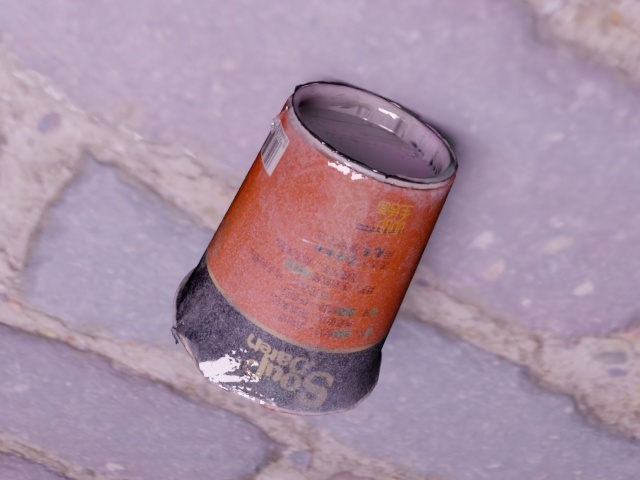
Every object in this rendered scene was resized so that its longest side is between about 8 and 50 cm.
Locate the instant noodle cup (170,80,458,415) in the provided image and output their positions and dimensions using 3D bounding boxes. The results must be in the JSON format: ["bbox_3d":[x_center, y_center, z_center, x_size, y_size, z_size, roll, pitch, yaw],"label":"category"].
[{"bbox_3d":[0.001,-0.001,0.369,0.127,0.127,0.135,20,122,-9],"label":"instant noodle cup"}]
